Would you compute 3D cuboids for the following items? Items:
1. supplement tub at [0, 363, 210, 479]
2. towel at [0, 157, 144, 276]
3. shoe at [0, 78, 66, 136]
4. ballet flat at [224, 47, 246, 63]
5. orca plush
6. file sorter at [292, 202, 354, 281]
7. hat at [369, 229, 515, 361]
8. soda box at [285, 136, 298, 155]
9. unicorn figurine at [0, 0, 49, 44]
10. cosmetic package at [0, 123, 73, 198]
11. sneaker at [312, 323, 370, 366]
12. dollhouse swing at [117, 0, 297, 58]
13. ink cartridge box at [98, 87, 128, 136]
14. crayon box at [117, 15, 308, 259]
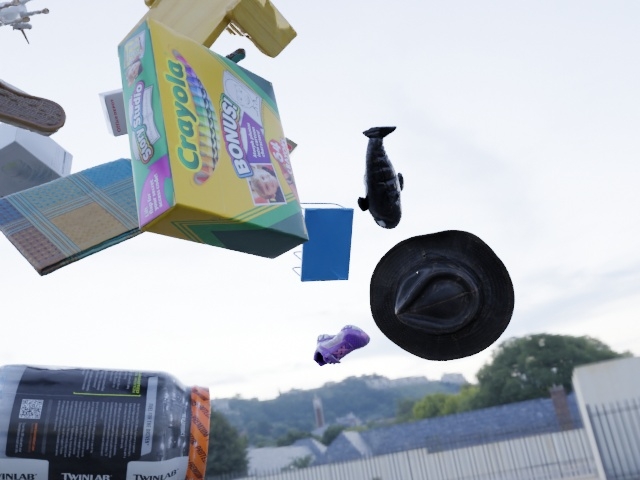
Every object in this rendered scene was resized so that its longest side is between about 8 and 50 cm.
[{"bbox_3d":[-0.355,0.309,1.050,0.337,0.207,0.207,6,-23,-12],"label":"supplement tub"},{"bbox_3d":[-0.533,-0.068,1.496,0.370,0.271,0.040,-29,-36,-38],"label":"towel"},{"bbox_3d":[-0.512,-0.219,1.016,0.219,0.077,0.058,24,-21,-26],"label":"shoe"},{"bbox_3d":[-0.265,-0.544,1.953,0.114,0.041,0.041,-18,-21,34],"label":"ballet flat"},{"bbox_3d":[0.181,-0.145,1.646,0.151,0.288,0.102,-13,29,-32],"label":"orca plush"},{"bbox_3d":[0.000,0.000,1.523,0.118,0.171,0.104,-1,13,-20],"label":"file sorter"},{"bbox_3d":[0.253,0.136,1.435,0.331,0.332,0.134,-17,3,21],"label":"hat"},{"bbox_3d":[-0.150,-0.323,2.474,0.061,0.181,0.058,32,-52,0],"label":"soda box"},{"bbox_3d":[-0.506,-0.373,1.077,0.111,0.060,0.162,-6,8,21],"label":"unicorn figurine"},{"bbox_3d":[-0.942,-0.241,2.036,0.224,0.138,0.225,-24,-41,16],"label":"cosmetic package"},{"bbox_3d":[0.059,0.338,2.037,0.095,0.105,0.236,47,-42,-15],"label":"sneaker"},{"bbox_3d":[-0.316,-0.534,1.793,0.346,0.305,0.315,18,-9,33],"label":"dollhouse swing"},{"bbox_3d":[-0.613,-0.434,2.146,0.190,0.140,0.082,-20,28,-26],"label":"ink cartridge box"},{"bbox_3d":[-0.188,-0.170,1.165,0.106,0.363,0.313,-27,-26,30],"label":"crayon box"}]
